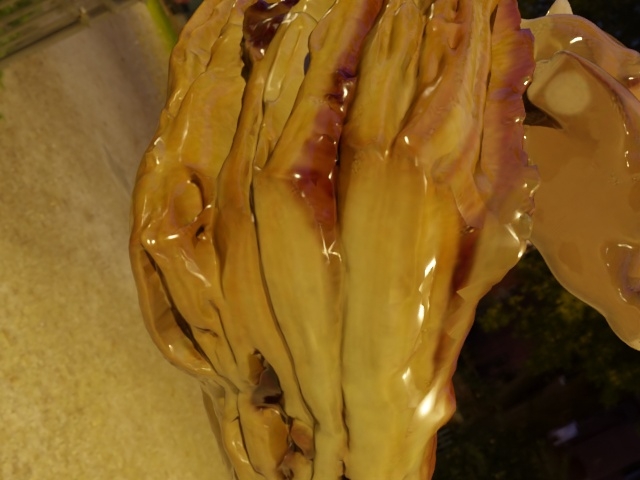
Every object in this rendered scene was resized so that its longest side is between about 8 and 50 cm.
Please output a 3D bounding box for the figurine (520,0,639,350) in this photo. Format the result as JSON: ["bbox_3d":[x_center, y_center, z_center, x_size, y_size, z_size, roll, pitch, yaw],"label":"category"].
[{"bbox_3d":[0.210,-0.073,0.715,0.247,0.177,0.173,36,29,3],"label":"figurine"}]

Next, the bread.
[{"bbox_3d":[0.000,0.000,0.545,0.314,0.192,0.370,-79,176,-45],"label":"bread"}]
